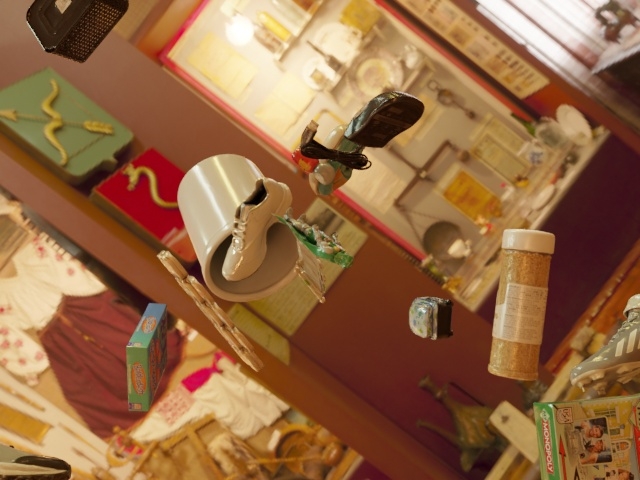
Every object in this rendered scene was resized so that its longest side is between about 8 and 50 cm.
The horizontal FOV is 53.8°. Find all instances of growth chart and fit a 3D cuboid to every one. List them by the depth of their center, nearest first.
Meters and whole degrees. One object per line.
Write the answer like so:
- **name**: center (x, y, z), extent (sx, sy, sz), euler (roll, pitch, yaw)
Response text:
- **growth chart**: center (-0.029, 0.064, 1.714), extent (0.021, 0.172, 0.237), euler (-28, 33, 12)

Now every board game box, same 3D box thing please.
- **board game box**: center (0.428, 0.394, 0.928), extent (0.046, 0.214, 0.317), euler (152, 117, -66)
- **board game box**: center (-0.390, 0.259, 1.431), extent (0.210, 0.047, 0.160), euler (-93, 8, -69)

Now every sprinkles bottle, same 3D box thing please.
- **sprinkles bottle**: center (0.486, 0.153, 1.527), extent (0.121, 0.121, 0.355), euler (175, 102, -86)

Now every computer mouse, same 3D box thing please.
- **computer mouse**: center (0.069, -0.232, 1.231), extent (0.262, 0.184, 0.060), euler (138, 135, -55)

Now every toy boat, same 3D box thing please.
- **toy boat**: center (0.037, -0.244, 2.033), extent (0.318, 0.148, 0.267), euler (-19, -38, -61)

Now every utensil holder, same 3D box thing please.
- **utensil holder**: center (-0.262, -0.049, 2.010), extent (0.327, 0.328, 0.385), euler (-51, 43, 17)

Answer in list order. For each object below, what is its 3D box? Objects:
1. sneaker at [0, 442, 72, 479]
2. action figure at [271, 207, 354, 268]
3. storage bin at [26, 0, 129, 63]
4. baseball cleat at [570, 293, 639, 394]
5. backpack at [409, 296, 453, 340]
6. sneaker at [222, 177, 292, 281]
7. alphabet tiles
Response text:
- **sneaker**: center (-0.442, 0.260, 0.767), extent (0.108, 0.272, 0.100), euler (-97, 30, -46)
- **action figure**: center (0.000, 0.000, 1.440), extent (0.137, 0.232, 0.063), euler (20, -76, -46)
- **storage bin**: center (-0.491, -0.465, 1.272), extent (0.180, 0.122, 0.084), euler (-41, -17, 20)
- **baseball cleat**: center (0.437, 0.141, 0.894), extent (0.206, 0.109, 0.072), euler (-17, -36, -2)
- **backpack**: center (0.272, 0.193, 1.596), extent (0.114, 0.084, 0.104), euler (-167, 76, -66)
- **sneaker**: center (-0.189, -0.035, 1.653), extent (0.129, 0.111, 0.297), euler (34, -102, -58)
- **alphabet tiles**: center (-0.214, 0.134, 1.210), extent (0.021, 0.284, 0.278), euler (-40, 13, -16)
